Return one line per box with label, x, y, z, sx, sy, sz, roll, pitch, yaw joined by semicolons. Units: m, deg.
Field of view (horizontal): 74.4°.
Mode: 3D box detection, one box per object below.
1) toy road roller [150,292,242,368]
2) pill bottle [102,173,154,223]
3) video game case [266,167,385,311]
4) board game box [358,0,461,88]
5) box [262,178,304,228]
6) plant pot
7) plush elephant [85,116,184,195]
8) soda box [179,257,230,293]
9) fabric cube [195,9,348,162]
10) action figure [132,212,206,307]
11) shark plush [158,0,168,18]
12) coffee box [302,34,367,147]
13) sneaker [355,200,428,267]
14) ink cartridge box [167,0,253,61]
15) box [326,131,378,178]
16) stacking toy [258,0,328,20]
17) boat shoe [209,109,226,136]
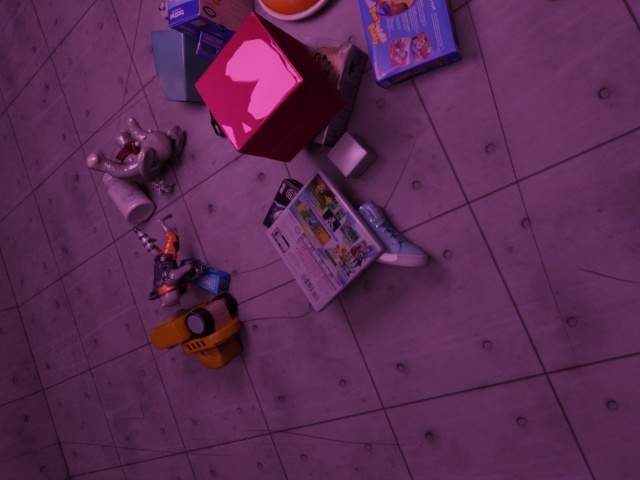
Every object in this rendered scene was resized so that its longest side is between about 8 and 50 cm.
toy road roller;-0.449;0.367;1.604;0.330;0.202;0.240;-21;95;28
pill bottle;-0.820;-0.194;1.790;0.229;0.131;0.131;48;115;16
video game case;0.000;0.000;1.283;0.300;0.036;0.329;-48;64;28
board game box;0.238;-0.641;1.184;0.234;0.078;0.346;-11;89;30
box;-0.088;-0.094;1.421;0.147;0.078;0.180;37;111;22
plant pot;-0.497;-0.633;1.555;0.166;0.165;0.234;10;108;28
plush elephant;-0.683;-0.349;1.631;0.330;0.271;0.255;36;129;-9
soda box;-0.457;0.136;1.656;0.210;0.067;0.071;19;104;26
fabric cube;-0.133;-0.408;1.177;0.258;0.259;0.254;-41;73;25
action figure;-0.616;0.113;1.610;0.341;0.179;0.330;-35;67;26
shark plush;-0.579;-0.937;1.629;0.067;0.073;0.161;53;126;49
coffee box;0.009;-0.452;1.307;0.168;0.119;0.296;24;106;25
sneaker;0.157;-0.034;1.258;0.366;0.135;0.150;22;108;25
ink cartridge box;-0.358;-0.812;1.391;0.151;0.270;0.394;-1;94;31
box;0.098;-0.260;1.295;0.101;0.087;0.102;-47;73;24
stacking toy;-0.169;-0.860;1.160;0.351;0.480;0.350;3;97;29
boat shoe;-0.386;-0.448;1.575;0.049;0.042;0.132;-29;79;30
